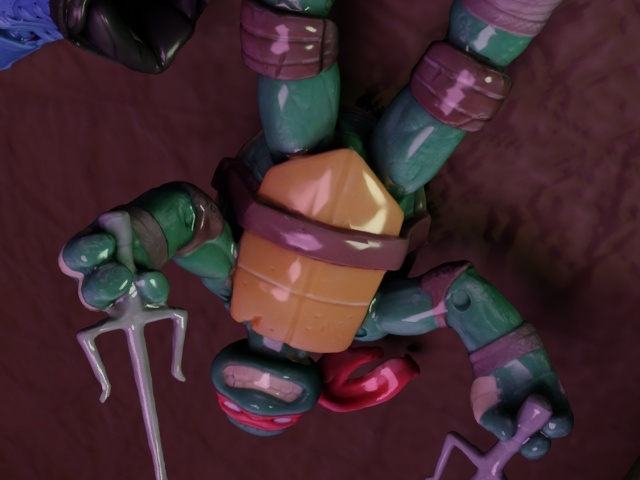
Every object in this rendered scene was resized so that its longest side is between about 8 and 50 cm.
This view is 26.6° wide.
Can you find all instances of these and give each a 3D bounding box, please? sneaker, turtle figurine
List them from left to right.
[{"bbox_3d":[-0.090,-0.082,0.467,0.152,0.058,0.084,-40,65,31],"label":"sneaker"},{"bbox_3d":[0.000,0.000,0.454,0.175,0.118,0.234,8,112,-18],"label":"turtle figurine"}]

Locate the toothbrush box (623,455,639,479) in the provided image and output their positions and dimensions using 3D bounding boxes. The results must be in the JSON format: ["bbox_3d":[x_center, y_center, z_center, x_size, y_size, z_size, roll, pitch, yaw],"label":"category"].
[{"bbox_3d":[0.120,0.198,0.469,0.122,0.206,0.283,26,126,8],"label":"toothbrush box"}]
